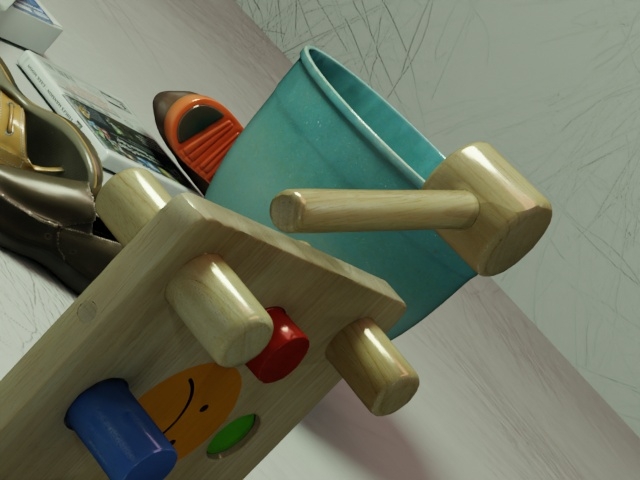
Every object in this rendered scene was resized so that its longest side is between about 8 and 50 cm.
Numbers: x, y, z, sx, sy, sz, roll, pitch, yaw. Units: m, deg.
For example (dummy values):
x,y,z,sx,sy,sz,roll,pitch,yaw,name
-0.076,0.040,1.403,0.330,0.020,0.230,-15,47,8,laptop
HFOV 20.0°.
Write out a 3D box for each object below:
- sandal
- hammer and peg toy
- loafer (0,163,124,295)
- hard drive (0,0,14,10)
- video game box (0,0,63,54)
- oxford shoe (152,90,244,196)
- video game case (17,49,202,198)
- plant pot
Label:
x,y,z,sx,sy,sz,roll,pitch,yaw,name
-0.273,-0.097,1.563,0.219,0.090,0.060,49,28,19,sandal
-0.059,0.054,1.018,0.127,0.361,0.266,50,13,28,hammer and peg toy
-0.222,-0.027,1.484,0.220,0.078,0.080,36,13,-36,loafer
-0.385,-0.346,1.958,0.203,0.040,0.307,41,11,-11,hard drive
-0.395,-0.298,1.977,0.187,0.048,0.205,45,10,21,video game box
-0.093,-0.071,2.047,0.271,0.097,0.098,55,-11,-32,oxford shoe
-0.227,-0.119,1.973,0.173,0.022,0.190,49,11,29,video game case
0.000,0.000,1.722,0.272,0.255,0.271,42,10,-9,plant pot
